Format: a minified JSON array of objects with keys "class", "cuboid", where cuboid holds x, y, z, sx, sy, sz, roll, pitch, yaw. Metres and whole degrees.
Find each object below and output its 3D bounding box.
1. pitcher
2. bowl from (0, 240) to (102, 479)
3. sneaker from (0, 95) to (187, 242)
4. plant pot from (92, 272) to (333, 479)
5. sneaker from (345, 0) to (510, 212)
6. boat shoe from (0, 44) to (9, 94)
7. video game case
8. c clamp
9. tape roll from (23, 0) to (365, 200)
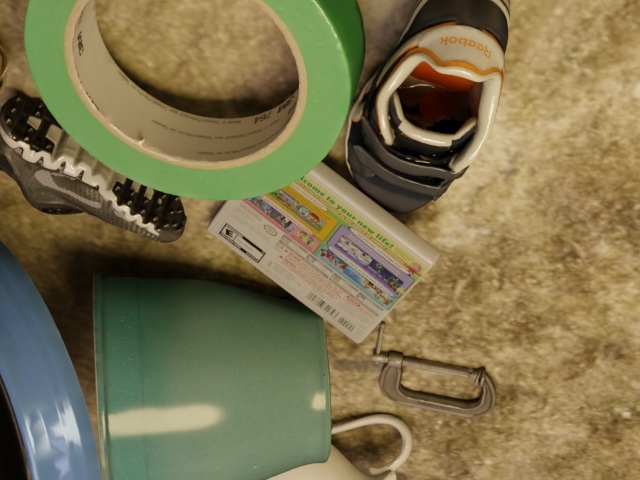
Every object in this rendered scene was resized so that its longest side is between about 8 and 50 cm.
[{"class":"pitcher","cuboid":[-0.002,0.274,2.301,0.207,0.178,0.125,20,170,20]},{"class":"bowl","cuboid":[-0.367,0.179,2.108,0.077,0.391,0.391,-19,148,-27]},{"class":"sneaker","cuboid":[-0.254,-0.061,2.014,0.234,0.078,0.106,32,139,-16]},{"class":"plant pot","cuboid":[-0.120,0.164,2.112,0.255,0.272,0.272,-4,139,-5]},{"class":"sneaker","cuboid":[0.093,-0.110,1.834,0.126,0.127,0.321,14,141,-3]},{"class":"boat shoe","cuboid":[-0.378,-0.165,1.892,0.119,0.123,0.324,2,139,6]},{"class":"video game case","cuboid":[0.000,0.000,1.999,0.212,0.023,0.193,37,142,-2]},{"class":"c clamp","cuboid":[0.132,0.161,2.209,0.160,0.022,0.137,14,139,-2]},{"class":"tape roll","cuboid":[-0.120,-0.184,1.806,0.321,0.077,0.321,8,133,9]}]
